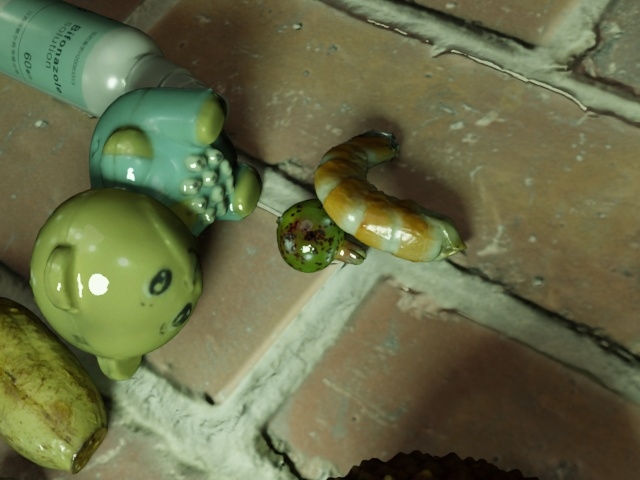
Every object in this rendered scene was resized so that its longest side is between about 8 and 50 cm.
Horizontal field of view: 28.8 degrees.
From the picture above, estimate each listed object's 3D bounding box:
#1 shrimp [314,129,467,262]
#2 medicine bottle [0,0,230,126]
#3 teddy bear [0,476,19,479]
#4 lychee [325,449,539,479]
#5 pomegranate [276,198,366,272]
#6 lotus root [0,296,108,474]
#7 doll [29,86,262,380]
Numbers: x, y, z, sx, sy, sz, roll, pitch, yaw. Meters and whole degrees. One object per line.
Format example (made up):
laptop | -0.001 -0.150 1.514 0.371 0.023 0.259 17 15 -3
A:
shrimp | 0.074 -0.045 1.201 0.161 0.049 0.166 21 35 6
medicine bottle | -0.239 -0.193 1.407 0.352 0.110 0.110 25 68 35
teddy bear | -0.282 0.304 1.040 0.182 0.129 0.251 -41 49 -7
lychee | 0.070 0.260 0.843 0.267 0.267 0.267 -12 52 15
pomegranate | -0.003 0.001 1.190 0.073 0.073 0.084 -38 65 -7
lotus root | -0.295 0.127 1.204 0.258 0.097 0.110 33 70 34
doll | -0.177 -0.010 1.201 0.161 0.177 0.260 4 55 21
